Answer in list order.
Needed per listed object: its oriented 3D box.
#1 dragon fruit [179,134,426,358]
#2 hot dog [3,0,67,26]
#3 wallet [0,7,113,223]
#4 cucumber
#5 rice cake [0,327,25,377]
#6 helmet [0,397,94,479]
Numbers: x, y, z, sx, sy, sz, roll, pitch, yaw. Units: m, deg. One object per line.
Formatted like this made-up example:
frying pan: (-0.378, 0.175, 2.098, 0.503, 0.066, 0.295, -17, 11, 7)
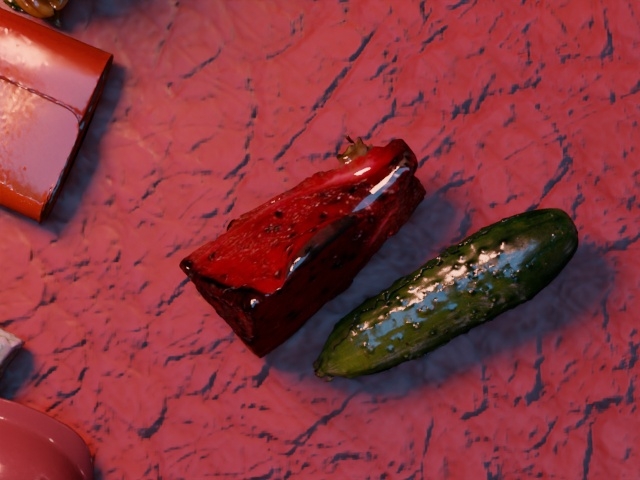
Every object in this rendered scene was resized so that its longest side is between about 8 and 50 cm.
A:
dragon fruit: (-0.012, -0.014, 1.475, 0.192, 0.122, 0.092, -40, 72, 1)
hot dog: (-0.237, -0.220, 1.527, 0.056, 0.041, 0.133, -32, 81, -9)
wallet: (-0.277, -0.117, 1.515, 0.204, 0.045, 0.142, 23, 88, 2)
cucumber: (0.094, 0.045, 1.494, 0.227, 0.069, 0.069, -30, 87, 2)
rice cake: (-0.325, 0.142, 1.504, 0.085, 0.040, 0.226, 39, 88, 3)
helmet: (-0.262, 0.253, 1.432, 0.198, 0.154, 0.253, 18, 101, -13)
